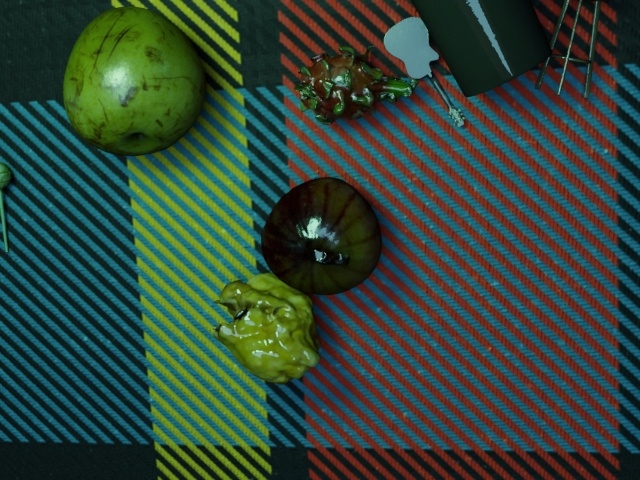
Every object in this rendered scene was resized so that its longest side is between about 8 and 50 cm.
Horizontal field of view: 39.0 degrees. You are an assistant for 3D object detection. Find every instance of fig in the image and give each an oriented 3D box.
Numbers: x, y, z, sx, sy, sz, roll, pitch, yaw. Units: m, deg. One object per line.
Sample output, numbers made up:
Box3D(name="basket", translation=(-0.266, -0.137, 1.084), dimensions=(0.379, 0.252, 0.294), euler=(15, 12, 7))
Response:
Box3D(name="fig", translation=(0.000, -0.006, 1.751), dimensions=(0.235, 0.214, 0.235), euler=(7, 102, 36))

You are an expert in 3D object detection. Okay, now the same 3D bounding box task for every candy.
Box3D(name="candy", translation=(-0.690, -0.071, 1.954), dimensions=(0.061, 0.061, 0.203), euler=(3, 109, 11))

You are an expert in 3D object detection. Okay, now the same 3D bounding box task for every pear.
Box3D(name="pear", translation=(-0.359, -0.302, 1.738), dimensions=(0.283, 0.283, 0.284), euler=(2, 101, 11))

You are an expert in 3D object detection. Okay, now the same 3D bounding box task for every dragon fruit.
Box3D(name="dragon fruit", translation=(0.068, -0.300, 1.717), dimensions=(0.235, 0.135, 0.137), euler=(-14, 94, 4))

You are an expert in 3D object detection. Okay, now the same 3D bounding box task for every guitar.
Box3D(name="guitar", translation=(0.209, -0.319, 1.736), dimensions=(0.088, 0.025, 0.233), euler=(-32, 93, 14))

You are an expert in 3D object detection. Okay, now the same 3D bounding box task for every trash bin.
Box3D(name="trash bin", translation=(0.261, -0.442, 1.612), dimensions=(0.214, 0.214, 0.334), euler=(-25, 103, 14))

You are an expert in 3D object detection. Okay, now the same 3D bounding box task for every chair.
Box3D(name="chair", translation=(0.466, -0.372, 1.647), dimensions=(0.095, 0.104, 0.222), euler=(2, 107, -15))

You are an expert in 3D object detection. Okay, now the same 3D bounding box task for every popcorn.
Box3D(name="popcorn", translation=(-0.098, 0.169, 1.806), dimensions=(0.253, 0.191, 0.190), euler=(37, 91, 11))
